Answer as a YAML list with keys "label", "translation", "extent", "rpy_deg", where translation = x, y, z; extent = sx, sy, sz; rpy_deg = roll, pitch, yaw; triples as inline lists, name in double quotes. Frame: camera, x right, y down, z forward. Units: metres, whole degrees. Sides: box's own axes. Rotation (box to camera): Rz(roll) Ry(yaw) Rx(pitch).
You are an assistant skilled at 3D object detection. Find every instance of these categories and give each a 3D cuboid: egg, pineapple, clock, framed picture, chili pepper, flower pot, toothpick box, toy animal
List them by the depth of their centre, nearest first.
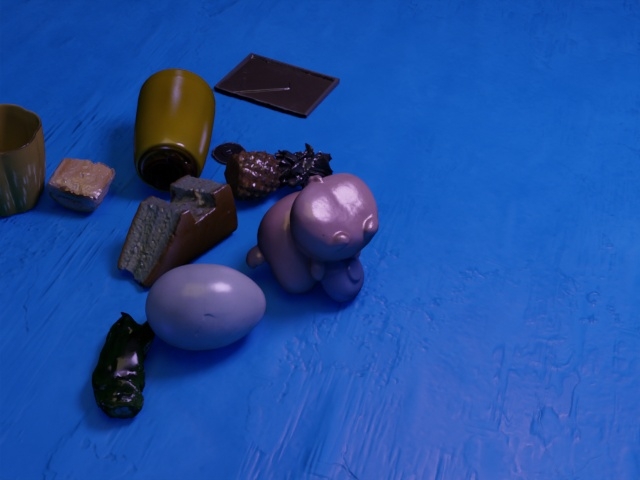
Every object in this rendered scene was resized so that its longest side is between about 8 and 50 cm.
- label: "chili pepper"
  translation: [-0.333, 0.201, 1.443]
  extent: [0.098, 0.061, 0.224]
  rpy_deg: [-6, 44, 2]
- label: "egg"
  translation: [-0.198, 0.115, 1.475]
  extent: [0.209, 0.151, 0.151]
  rpy_deg: [-1, 41, -13]
- label: "toy animal"
  translation: [-0.009, -0.019, 1.576]
  extent: [0.210, 0.221, 0.229]
  rpy_deg: [-28, 50, -34]
- label: "flower pot"
  translation: [-0.653, -0.156, 1.743]
  extent: [0.195, 0.179, 0.195]
  rpy_deg: [-1, 42, 0]
- label: "pineapple"
  translation: [-0.081, -0.150, 1.816]
  extent: [0.237, 0.111, 0.119]
  rpy_deg: [-9, 74, -24]
- label: "toothpick box"
  translation: [-0.321, -0.234, 1.848]
  extent: [0.175, 0.175, 0.271]
  rpy_deg: [-1, 45, -3]
- label: "clock"
  translation: [-0.205, -0.198, 1.928]
  extent: [0.074, 0.010, 0.083]
  rpy_deg: [-25, 48, -27]
- label: "framed picture"
  translation: [-0.111, -0.394, 2.146]
  extent: [0.265, 0.018, 0.192]
  rpy_deg: [20, 45, 19]

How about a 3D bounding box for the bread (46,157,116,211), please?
- label: "bread"
  translation: [-0.503, -0.113, 1.777]
  extent: [0.125, 0.082, 0.106]
  rpy_deg: [16, 53, 1]

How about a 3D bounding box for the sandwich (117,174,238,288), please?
- label: "sandwich"
  translation: [-0.284, -0.022, 1.648]
  extent: [0.122, 0.128, 0.235]
  rpy_deg: [21, 44, 32]
